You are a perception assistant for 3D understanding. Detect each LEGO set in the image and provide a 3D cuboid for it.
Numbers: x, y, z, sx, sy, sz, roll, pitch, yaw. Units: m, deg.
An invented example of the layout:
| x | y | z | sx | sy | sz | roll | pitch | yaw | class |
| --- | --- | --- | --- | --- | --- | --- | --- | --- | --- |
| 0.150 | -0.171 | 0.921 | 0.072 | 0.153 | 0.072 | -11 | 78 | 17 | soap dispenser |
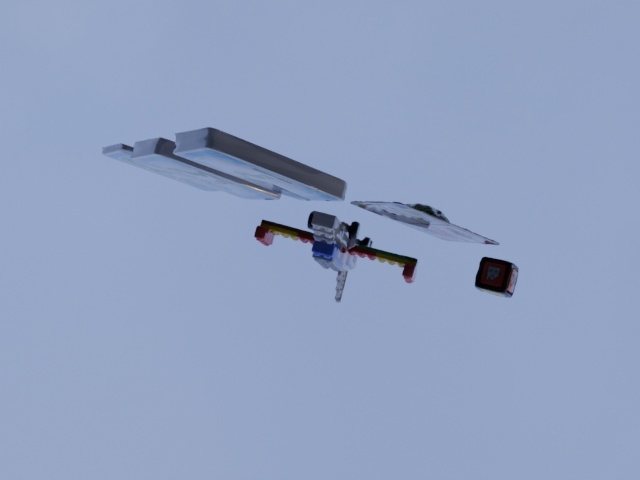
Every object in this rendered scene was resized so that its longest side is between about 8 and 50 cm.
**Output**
| x | y | z | sx | sy | sz | roll | pitch | yaw | class |
| --- | --- | --- | --- | --- | --- | --- | --- | --- | --- |
| 0.000 | 0.000 | 0.480 | 0.244 | 0.182 | 0.060 | 19 | -97 | -31 | LEGO set |
